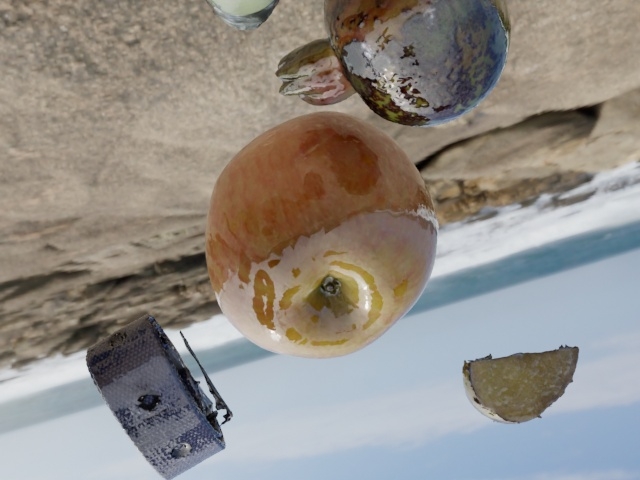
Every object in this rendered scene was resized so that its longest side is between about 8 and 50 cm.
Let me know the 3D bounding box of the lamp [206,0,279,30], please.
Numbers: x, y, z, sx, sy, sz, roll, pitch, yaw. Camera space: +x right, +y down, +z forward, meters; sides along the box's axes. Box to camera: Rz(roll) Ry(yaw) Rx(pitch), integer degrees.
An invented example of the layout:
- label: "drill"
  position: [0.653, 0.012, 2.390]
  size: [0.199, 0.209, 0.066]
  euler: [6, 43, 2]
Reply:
- label: "lamp"
  position: [-0.088, -0.296, 0.813]
  size: [0.101, 0.101, 0.250]
  euler: [-16, 177, -2]

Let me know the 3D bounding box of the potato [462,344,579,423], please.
- label: "potato"
  position: [0.285, 0.210, 1.046]
  size: [0.171, 0.101, 0.089]
  euler: [-9, 164, -12]

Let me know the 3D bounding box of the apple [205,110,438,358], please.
- label: "apple"
  position: [0.000, 0.000, 1.184]
  size: [0.391, 0.347, 0.392]
  euler: [-9, 128, -11]

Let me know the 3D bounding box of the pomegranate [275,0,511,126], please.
- label: "pomegranate"
  position: [0.085, -0.278, 1.003]
  size: [0.340, 0.285, 0.285]
  euler: [-20, 171, 25]

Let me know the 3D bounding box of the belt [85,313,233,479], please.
- label: "belt"
  position: [-0.211, 0.210, 0.985]
  size: [0.126, 0.231, 0.139]
  euler: [-29, -153, -7]
